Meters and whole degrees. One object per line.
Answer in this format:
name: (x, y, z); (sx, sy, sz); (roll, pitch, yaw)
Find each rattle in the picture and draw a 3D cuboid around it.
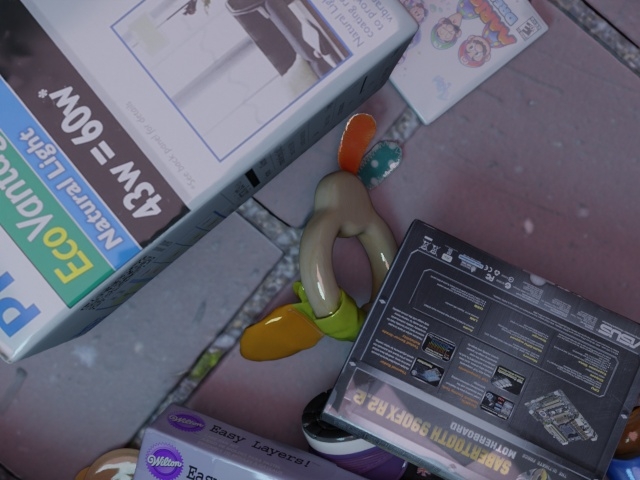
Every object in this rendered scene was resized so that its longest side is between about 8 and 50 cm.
rattle: (0.000, 0.000, 1.253); (0.130, 0.142, 0.200); (2, 75, -33)

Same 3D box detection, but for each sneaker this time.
sneaker: (0.128, 0.173, 1.243); (0.283, 0.107, 0.124); (-13, 116, -4)

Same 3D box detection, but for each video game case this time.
video game case: (0.103, -0.208, 1.254); (0.143, 0.019, 0.157); (-38, 93, 0)

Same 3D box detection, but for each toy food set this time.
toy food set: (-0.176, 0.230, 1.259); (0.083, 0.020, 0.083); (-37, 93, -1)

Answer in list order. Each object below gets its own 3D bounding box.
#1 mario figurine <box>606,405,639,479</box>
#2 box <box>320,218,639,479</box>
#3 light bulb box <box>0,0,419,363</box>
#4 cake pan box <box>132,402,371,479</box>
mario figurine: (0.319, 0.306, 1.197); (0.198, 0.170, 0.320); (-38, 84, 34)
box: (0.141, 0.113, 1.147); (0.231, 0.056, 0.183); (25, 77, 4)
light bulb box: (-0.140, -0.112, 1.082); (0.361, 0.358, 0.225); (-39, 90, -1)
cake pan box: (-0.057, 0.295, 1.190); (0.266, 0.070, 0.246); (20, 106, 11)
